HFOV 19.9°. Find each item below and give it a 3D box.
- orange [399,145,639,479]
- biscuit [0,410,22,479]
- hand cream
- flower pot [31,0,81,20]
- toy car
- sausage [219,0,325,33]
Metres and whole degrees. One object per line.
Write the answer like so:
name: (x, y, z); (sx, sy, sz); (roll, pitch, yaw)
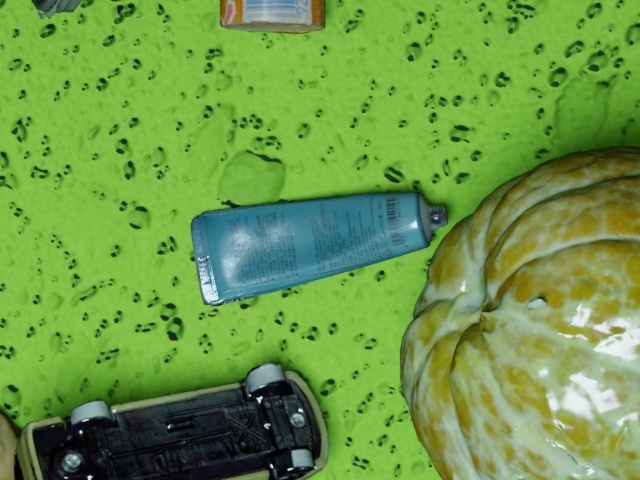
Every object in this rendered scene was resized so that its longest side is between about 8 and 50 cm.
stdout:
orange: (0.208, 0.080, 1.425); (0.249, 0.329, 0.329); (22, 91, -26)
biscuit: (-0.366, 0.287, 1.569); (0.326, 0.107, 0.325); (0, 91, 0)
hand cream: (0.000, 0.000, 1.582); (0.224, 0.048, 0.083); (-10, 88, 9)
flower pot: (-0.168, -0.296, 1.520); (0.141, 0.235, 0.235); (3, 89, -22)
toy car: (-0.126, 0.186, 1.533); (0.257, 0.124, 0.101); (-9, 66, -25)
sausage: (-0.043, -0.335, 1.559); (0.093, 0.093, 0.312); (-1, 89, 3)
